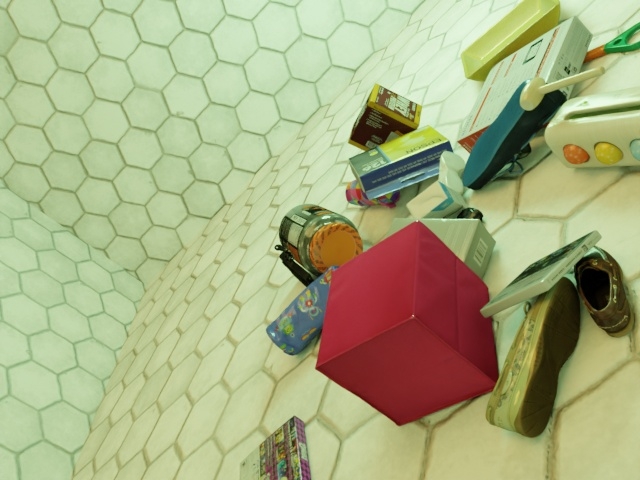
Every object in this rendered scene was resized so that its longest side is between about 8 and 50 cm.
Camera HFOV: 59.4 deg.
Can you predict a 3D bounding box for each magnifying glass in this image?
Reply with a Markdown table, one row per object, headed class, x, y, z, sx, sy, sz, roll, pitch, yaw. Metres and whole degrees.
| class | x | y | z | sx | sy | sz | roll | pitch | yaw |
| --- | --- | --- | --- | --- | --- | --- | --- | --- | --- |
| magnifying glass | 0.753 | -0.498 | 1.432 | 0.231 | 0.026 | 0.092 | -10 | 44 | 55 |

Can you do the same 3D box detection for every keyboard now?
| class | x | y | z | sx | sy | sz | roll | pitch | yaw |
| --- | --- | --- | --- | --- | --- | --- | --- | --- | --- |
| keyboard | -0.083 | 0.092 | 1.832 | 0.033 | 0.201 | 0.317 | -38 | 20 | -9 |

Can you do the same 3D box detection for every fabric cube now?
| class | x | y | z | sx | sy | sz | roll | pitch | yaw |
| --- | --- | --- | --- | --- | --- | --- | --- | --- | --- |
| fabric cube | 0.177 | 0.171 | 1.129 | 0.254 | 0.259 | 0.258 | -34 | 28 | 33 |

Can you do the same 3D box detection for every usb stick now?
| class | x | y | z | sx | sy | sz | roll | pitch | yaw |
| --- | --- | --- | --- | --- | --- | --- | --- | --- | --- |
| usb stick | 0.302 | 0.034 | 1.397 | 0.278 | 0.045 | 0.077 | -51 | 18 | -4 |

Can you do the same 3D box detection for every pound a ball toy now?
| class | x | y | z | sx | sy | sz | roll | pitch | yaw |
| --- | --- | --- | --- | --- | --- | --- | --- | --- | --- |
| pound a ball toy | 0.558 | -0.236 | 1.123 | 0.136 | 0.208 | 0.319 | -54 | 23 | -11 |

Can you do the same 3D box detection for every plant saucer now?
| class | x | y | z | sx | sy | sz | roll | pitch | yaw |
| --- | --- | --- | --- | --- | --- | --- | --- | --- | --- |
| plant saucer | 0.623 | -0.657 | 1.833 | 0.332 | 0.081 | 0.333 | -37 | 19 | 28 |

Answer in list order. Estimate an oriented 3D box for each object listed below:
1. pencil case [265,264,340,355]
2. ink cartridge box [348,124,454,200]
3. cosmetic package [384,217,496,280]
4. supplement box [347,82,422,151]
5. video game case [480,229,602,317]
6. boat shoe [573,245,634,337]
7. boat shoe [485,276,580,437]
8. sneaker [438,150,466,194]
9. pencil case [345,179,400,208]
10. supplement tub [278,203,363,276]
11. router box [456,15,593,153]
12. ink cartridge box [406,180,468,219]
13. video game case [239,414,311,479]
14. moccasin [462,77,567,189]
| class | x | y | z | sx | sy | sz | roll | pitch | yaw |
| --- | --- | --- | --- | --- | --- | --- | --- | --- | --- |
| pencil case | -0.018 | 0.207 | 1.631 | 0.306 | 0.119 | 0.133 | -44 | 51 | 12 |
| ink cartridge box | 0.256 | -0.255 | 1.782 | 0.303 | 0.072 | 0.307 | -21 | 22 | 2 |
| cosmetic package | 0.268 | 0.022 | 1.316 | 0.238 | 0.107 | 0.127 | 3 | 60 | 46 |
| supplement box | 0.229 | -0.412 | 1.992 | 0.129 | 0.191 | 0.194 | -73 | 10 | -45 |
| video game case | 0.399 | 0.065 | 1.024 | 0.173 | 0.022 | 0.190 | -35 | -8 | -27 |
| boat shoe | 0.478 | 0.069 | 0.964 | 0.073 | 0.073 | 0.207 | -40 | 22 | 29 |
| boat shoe | 0.360 | 0.186 | 0.954 | 0.089 | 0.104 | 0.285 | -6 | 48 | 56 |
| sneaker | 0.357 | -0.171 | 1.590 | 0.212 | 0.080 | 0.094 | -71 | 6 | -47 |
| pencil case | 0.173 | -0.160 | 1.894 | 0.104 | 0.104 | 0.236 | -54 | 22 | -10 |
| supplement tub | 0.000 | 0.000 | 1.814 | 0.207 | 0.207 | 0.338 | -51 | 22 | -3 |
| router box | 0.560 | -0.418 | 1.551 | 0.301 | 0.082 | 0.335 | -22 | 34 | 60 |
| ink cartridge box | 0.316 | -0.080 | 1.454 | 0.104 | 0.180 | 0.060 | -39 | 58 | 24 |
| video game case | -0.112 | 0.564 | 1.329 | 0.210 | 0.042 | 0.232 | -45 | 22 | 12 |
| moccasin | 0.475 | -0.235 | 1.388 | 0.342 | 0.116 | 0.138 | 121 | 160 | -53 |
